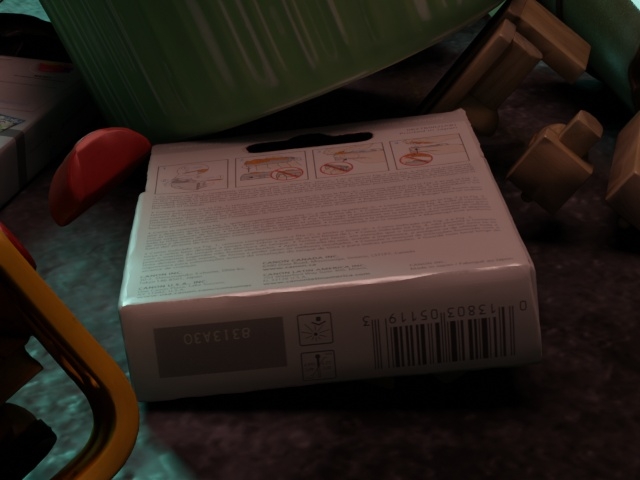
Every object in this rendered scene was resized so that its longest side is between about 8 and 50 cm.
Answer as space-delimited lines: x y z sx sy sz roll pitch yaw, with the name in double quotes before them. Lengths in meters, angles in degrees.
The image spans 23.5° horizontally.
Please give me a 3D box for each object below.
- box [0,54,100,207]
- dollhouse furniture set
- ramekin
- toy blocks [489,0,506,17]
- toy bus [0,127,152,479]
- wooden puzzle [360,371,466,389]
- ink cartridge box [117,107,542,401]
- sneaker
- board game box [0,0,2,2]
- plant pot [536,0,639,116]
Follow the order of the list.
"box" -0.232 -0.071 0.927 0.145 0.038 0.186 7 25 9
"dollhouse furniture set" 0.127 -0.039 0.901 0.151 0.123 0.144 39 27 -4
"ramekin" -0.026 -0.174 0.928 0.303 0.148 0.303 -22 13 5
"toy blocks" 0.176 -0.226 1.292 0.148 0.054 0.123 -19 32 -40
"toy bus" -0.123 0.066 0.546 0.104 0.191 0.202 49 33 -2
"wooden puzzle" 0.047 0.041 0.729 0.079 0.014 0.116 16 27 28
"ink cartridge box" 0.000 0.000 0.755 0.181 0.056 0.224 -6 20 -1
"sneaker" -0.225 -0.129 1.041 0.170 0.051 0.089 -7 21 -27
"board game box" -0.247 -0.205 1.046 0.193 0.045 0.147 -30 -10 30
"plant pot" 0.239 -0.146 1.010 0.167 0.167 0.165 -2 33 -9
